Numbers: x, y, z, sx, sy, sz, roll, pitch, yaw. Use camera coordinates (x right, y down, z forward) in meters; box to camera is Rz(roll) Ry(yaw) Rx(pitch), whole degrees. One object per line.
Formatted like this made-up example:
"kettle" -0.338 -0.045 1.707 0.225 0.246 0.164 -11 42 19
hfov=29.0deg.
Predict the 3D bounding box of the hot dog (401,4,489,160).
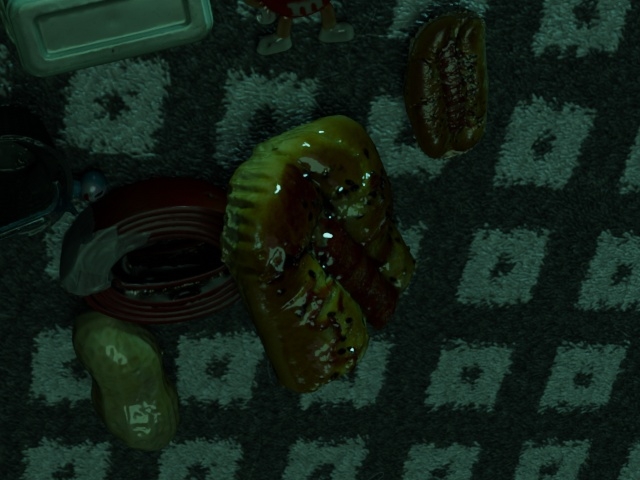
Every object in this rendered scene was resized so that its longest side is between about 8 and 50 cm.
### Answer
"hot dog" 0.203 -0.250 1.999 0.144 0.075 0.268 -13 127 -10

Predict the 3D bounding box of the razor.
"razor" -0.449 -0.019 1.794 0.190 0.033 0.066 -24 126 1

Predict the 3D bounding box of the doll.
"doll" -0.024 -0.379 1.848 0.183 0.085 0.217 -11 133 -8

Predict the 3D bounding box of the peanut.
"peanut" -0.331 0.234 2.116 0.149 0.149 0.313 -17 132 -5

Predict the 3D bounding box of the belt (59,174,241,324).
"belt" -0.261 0.015 2.016 0.323 0.115 0.227 -4 121 -16

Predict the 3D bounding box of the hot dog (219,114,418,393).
"hot dog" 0.000 0.000 1.977 0.196 0.367 0.365 -1 127 38

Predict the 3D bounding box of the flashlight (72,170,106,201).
"flashlight" -0.402 -0.086 1.953 0.129 0.051 0.051 1 122 -9

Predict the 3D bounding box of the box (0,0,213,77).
"box" -0.299 -0.340 1.732 0.311 0.182 0.175 -14 125 -6

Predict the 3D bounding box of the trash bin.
"trash bin" -0.463 -0.116 1.842 0.175 0.161 0.175 -9 125 -13
